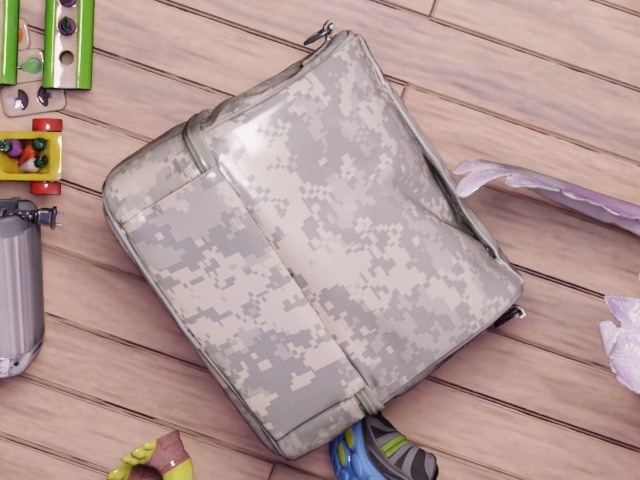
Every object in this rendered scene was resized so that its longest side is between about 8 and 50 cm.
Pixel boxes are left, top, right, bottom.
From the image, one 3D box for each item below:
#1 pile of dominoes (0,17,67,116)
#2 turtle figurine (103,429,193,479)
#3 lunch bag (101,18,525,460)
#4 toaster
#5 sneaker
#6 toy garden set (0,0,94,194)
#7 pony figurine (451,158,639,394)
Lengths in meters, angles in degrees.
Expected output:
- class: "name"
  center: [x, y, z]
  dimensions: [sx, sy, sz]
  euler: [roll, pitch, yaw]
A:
- class: "pile of dominoes"
  center: [-0.369, -0.182, 1.423]
  dimensions: [0.196, 0.040, 0.251]
  euler: [-28, 97, 8]
- class: "turtle figurine"
  center: [-0.104, 0.280, 1.411]
  dimensions: [0.087, 0.269, 0.217]
  euler: [-27, 79, -21]
- class: "lunch bag"
  center: [0.000, 0.000, 1.342]
  dimensions: [0.256, 0.212, 0.305]
  euler: [-32, 98, 6]
- class: "toaster"
  center: [-0.334, 0.043, 1.415]
  dimensions: [0.227, 0.129, 0.146]
  euler: [-3, 103, 2]
- class: "sneaker"
  center: [0.062, 0.202, 1.408]
  dimensions: [0.078, 0.188, 0.067]
  euler: [1, 130, -28]
- class: "toy garden set"
  center: [-0.326, -0.146, 1.387]
  dimensions: [0.244, 0.049, 0.203]
  euler: [2, 90, -2]
- class: "pony figurine"
  center: [0.331, 0.003, 1.290]
  dimensions: [0.351, 0.302, 0.363]
  euler: [23, 118, -39]
